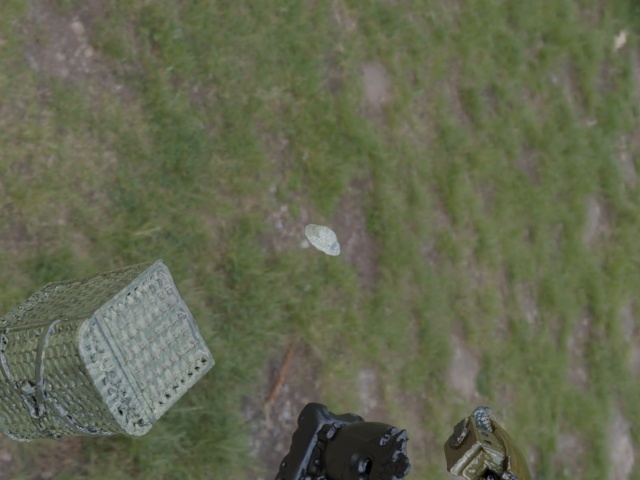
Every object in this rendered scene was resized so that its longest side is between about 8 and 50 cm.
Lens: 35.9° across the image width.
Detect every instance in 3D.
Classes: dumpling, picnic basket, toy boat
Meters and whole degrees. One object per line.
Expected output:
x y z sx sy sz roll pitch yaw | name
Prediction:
0.001 0.000 1.848 0.059 0.043 0.077 -22 85 -49 | dumpling
-0.241 0.121 1.005 0.154 0.196 0.134 -41 113 -48 | picnic basket
0.247 0.331 1.467 0.121 0.089 0.321 40 10 -3 | toy boat

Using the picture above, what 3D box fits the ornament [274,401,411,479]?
0.032 0.319 1.138 0.106 0.260 0.251 22 87 -23 | ornament
